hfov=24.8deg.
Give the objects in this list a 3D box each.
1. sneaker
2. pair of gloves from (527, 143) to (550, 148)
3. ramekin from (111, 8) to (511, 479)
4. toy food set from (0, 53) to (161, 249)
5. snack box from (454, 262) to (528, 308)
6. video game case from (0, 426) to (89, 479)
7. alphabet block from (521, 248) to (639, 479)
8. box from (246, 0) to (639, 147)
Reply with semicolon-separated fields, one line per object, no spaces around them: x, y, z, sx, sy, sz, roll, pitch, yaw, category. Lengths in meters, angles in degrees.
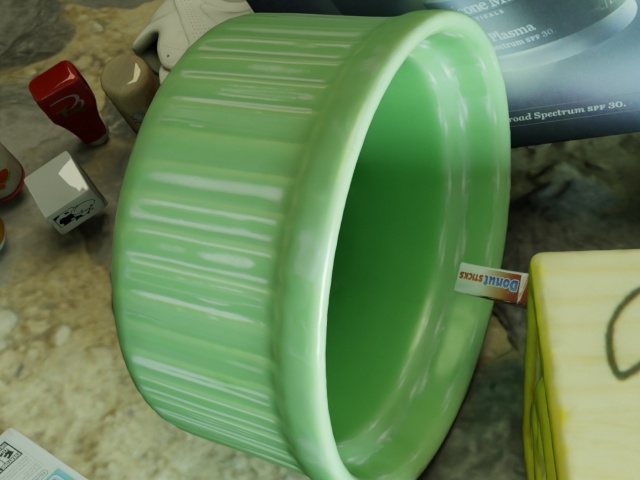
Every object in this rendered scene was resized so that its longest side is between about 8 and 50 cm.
-0.071;-0.144;1.180;0.115;0.090;0.232;-48;38;-13;sneaker
0.110;-0.156;1.168;0.240;0.042;0.204;3;54;34;pair of gloves
0.000;0.000;0.909;0.148;0.303;0.303;10;49;24;ramekin
-0.183;-0.063;1.135;0.232;0.104;0.111;-34;65;-2;toy food set
0.175;0.044;0.945;0.178;0.022;0.064;14;-2;-33;snack box
-0.202;0.207;0.919;0.143;0.019;0.157;28;55;27;video game case
0.223;0.130;0.834;0.197;0.193;0.192;-3;46;2;alphabet block
0.105;-0.217;0.974;0.296;0.294;0.183;-6;48;30;box
